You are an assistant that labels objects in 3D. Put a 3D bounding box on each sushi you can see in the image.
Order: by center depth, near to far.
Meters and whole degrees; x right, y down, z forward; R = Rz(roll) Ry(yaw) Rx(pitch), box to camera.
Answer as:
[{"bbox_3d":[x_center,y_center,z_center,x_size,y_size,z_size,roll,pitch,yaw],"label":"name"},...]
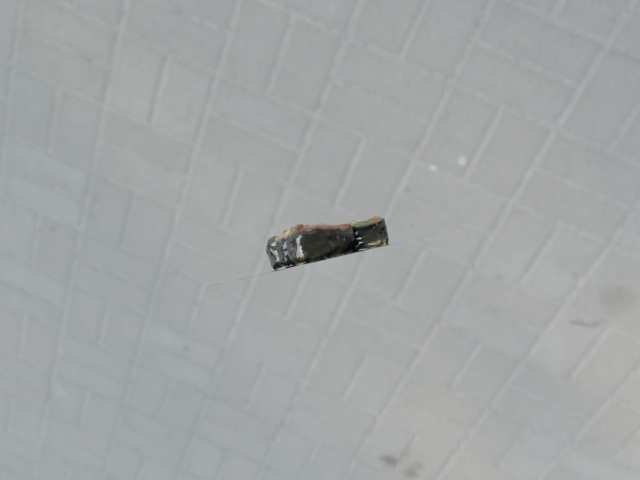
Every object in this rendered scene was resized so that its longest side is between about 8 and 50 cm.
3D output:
[{"bbox_3d":[0.000,0.000,1.352,0.220,0.231,0.047,-14,89,45],"label":"sushi"}]
